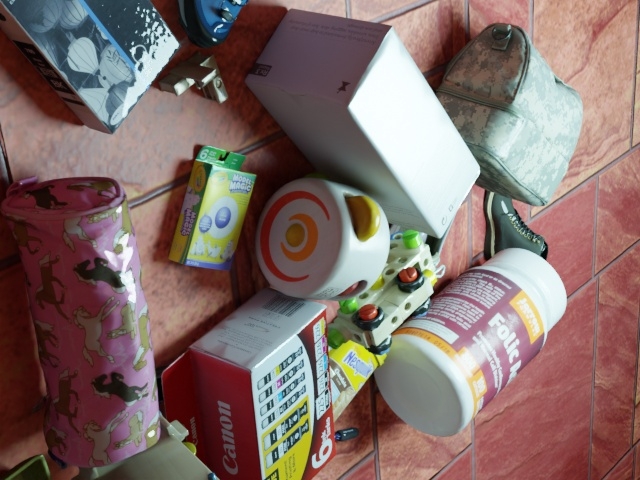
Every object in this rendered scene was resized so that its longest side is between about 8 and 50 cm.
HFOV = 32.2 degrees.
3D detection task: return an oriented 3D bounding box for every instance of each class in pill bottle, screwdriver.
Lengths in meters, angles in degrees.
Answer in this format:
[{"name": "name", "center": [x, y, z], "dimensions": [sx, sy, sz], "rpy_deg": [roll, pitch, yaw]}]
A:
[{"name": "pill bottle", "center": [0.304, 0.189, 2.182], "dimensions": [0.392, 0.224, 0.224], "rpy_deg": [-37, 130, -36]}, {"name": "screwdriver", "center": [0.010, 0.368, 2.065], "dimensions": [0.170, 0.024, 0.025], "rpy_deg": [2, 73, -44]}]

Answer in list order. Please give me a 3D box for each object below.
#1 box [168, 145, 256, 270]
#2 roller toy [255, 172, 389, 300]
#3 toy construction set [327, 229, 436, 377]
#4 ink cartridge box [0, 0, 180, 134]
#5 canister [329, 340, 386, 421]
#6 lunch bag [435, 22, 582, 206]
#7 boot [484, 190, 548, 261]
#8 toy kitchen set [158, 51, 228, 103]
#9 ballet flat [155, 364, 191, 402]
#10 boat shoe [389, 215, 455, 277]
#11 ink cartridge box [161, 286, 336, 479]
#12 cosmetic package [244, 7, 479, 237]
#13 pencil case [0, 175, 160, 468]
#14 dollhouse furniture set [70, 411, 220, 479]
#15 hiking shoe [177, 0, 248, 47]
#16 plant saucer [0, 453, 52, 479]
[{"name": "box", "center": [-0.158, -0.048, 1.669], "dimensions": [0.105, 0.043, 0.179], "rpy_deg": [10, 95, -52]}, {"name": "roller toy", "center": [0.000, 0.000, 1.754], "dimensions": [0.146, 0.209, 0.191], "rpy_deg": [10, 103, -52]}, {"name": "toy construction set", "center": [0.073, 0.096, 1.886], "dimensions": [0.327, 0.215, 0.151], "rpy_deg": [-52, 135, -17]}, {"name": "ink cartridge box", "center": [-0.314, -0.298, 1.362], "dimensions": [0.165, 0.065, 0.332], "rpy_deg": [-57, 139, -18]}, {"name": "canister", "center": [0.033, 0.233, 1.992], "dimensions": [0.170, 0.073, 0.126], "rpy_deg": [-50, 137, -23]}, {"name": "lunch bag", "center": [0.358, -0.237, 2.081], "dimensions": [0.305, 0.212, 0.256], "rpy_deg": [33, 85, -50]}, {"name": "boot", "center": [0.416, -0.036, 2.298], "dimensions": [0.077, 0.137, 0.198], "rpy_deg": [-31, 126, -40]}, {"name": "toy kitchen set", "center": [-0.168, -0.212, 1.568], "dimensions": [0.083, 0.068, 0.075], "rpy_deg": [-44, 135, -30]}, {"name": "ballet flat", "center": [-0.255, 0.231, 1.656], "dimensions": [0.173, 0.049, 0.057], "rpy_deg": [-22, 121, -46]}, {"name": "boat shoe", "center": [0.195, -0.007, 2.057], "dimensions": [0.118, 0.103, 0.320], "rpy_deg": [-3, 114, -50]}, {"name": "ink cartridge box", "center": [-0.106, 0.279, 1.764], "dimensions": [0.272, 0.130, 0.309], "rpy_deg": [-38, 134, -44]}, {"name": "cosmetic package", "center": [0.075, -0.181, 1.764], "dimensions": [0.156, 0.217, 0.385], "rpy_deg": [-58, 142, -16]}, {"name": "pencil case", "center": [-0.308, 0.103, 1.441], "dimensions": [0.167, 0.160, 0.386], "rpy_deg": [-9, 114, -14]}, {"name": "dollhouse furniture set", "center": [-0.234, 0.423, 1.493], "dimensions": [0.303, 0.286, 0.198], "rpy_deg": [-28, 126, -28]}, {"name": "hiking shoe", "center": [-0.099, -0.406, 1.522], "dimensions": [0.113, 0.132, 0.304], "rpy_deg": [25, 84, -52]}, {"name": "plant saucer", "center": [-0.439, 0.404, 1.504], "dimensions": [0.188, 0.045, 0.188], "rpy_deg": [-37, 130, -37]}]
